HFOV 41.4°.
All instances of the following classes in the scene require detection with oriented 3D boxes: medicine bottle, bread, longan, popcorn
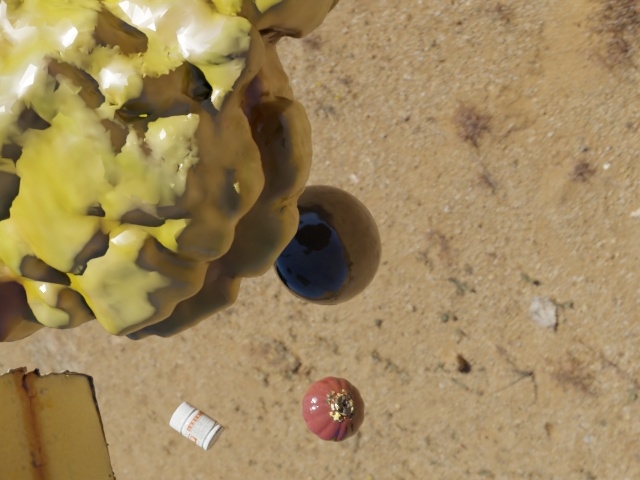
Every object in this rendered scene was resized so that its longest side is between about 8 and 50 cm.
[{"bbox_3d":[-0.232,0.349,1.596,0.089,0.057,0.057,31,130,14],"label":"medicine bottle"},{"bbox_3d":[-0.398,0.276,1.181,0.135,0.240,0.178,13,97,38],"label":"bread"},{"bbox_3d":[0.000,0.000,0.728,0.119,0.106,0.106,59,143,37],"label":"longan"},{"bbox_3d":[-0.116,-0.080,0.480,0.332,0.225,0.265,-32,80,2],"label":"popcorn"}]

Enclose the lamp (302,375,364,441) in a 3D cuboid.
[{"bbox_3d":[0.020,0.258,1.301,0.101,0.101,0.090,52,146,4],"label":"lamp"}]
